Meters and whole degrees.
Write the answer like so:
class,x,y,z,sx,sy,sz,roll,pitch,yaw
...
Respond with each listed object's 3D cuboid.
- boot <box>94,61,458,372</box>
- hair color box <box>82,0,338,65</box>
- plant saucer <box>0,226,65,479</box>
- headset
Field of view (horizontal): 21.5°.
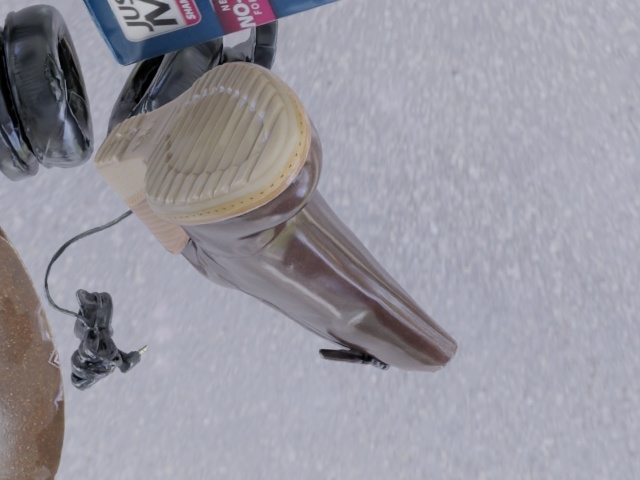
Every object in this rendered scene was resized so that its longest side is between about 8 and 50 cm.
class,x,y,z,sx,sy,sz,roll,pitch,yaw
boot,0.000,0.000,0.888,0.207,0.248,0.090,35,79,-20
hair color box,0.040,-0.223,0.840,0.347,0.174,0.105,-16,134,10
plant saucer,-0.200,0.053,0.773,0.198,0.036,0.199,14,114,33
headset,-0.160,-0.093,1.263,0.243,0.185,0.394,4,117,-8
